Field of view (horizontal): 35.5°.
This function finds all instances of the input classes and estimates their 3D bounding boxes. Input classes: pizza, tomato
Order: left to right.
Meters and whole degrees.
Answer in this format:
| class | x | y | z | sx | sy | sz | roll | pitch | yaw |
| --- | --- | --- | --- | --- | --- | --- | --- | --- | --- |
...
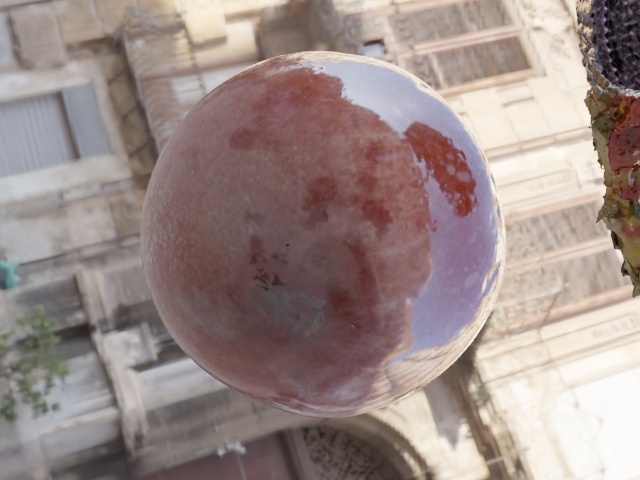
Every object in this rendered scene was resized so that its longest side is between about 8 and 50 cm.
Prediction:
| class | x | y | z | sx | sy | sz | roll | pitch | yaw |
| --- | --- | --- | --- | --- | --- | --- | --- | --- | --- |
| tomato | 0.000 | 0.000 | 0.724 | 0.227 | 0.270 | 0.270 | -59 | 143 | -67 |
| pizza | 0.156 | -0.019 | 0.434 | 0.029 | 0.100 | 0.099 | -97 | -164 | -76 |

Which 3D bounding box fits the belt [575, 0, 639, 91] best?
| class | x | y | z | sx | sy | sz | roll | pitch | yaw |
| --- | --- | --- | --- | --- | --- | --- | --- | --- | --- |
| belt | 0.313 | -0.184 | 0.630 | 0.260 | 0.325 | 0.122 | 42 | 15 | -6 |
